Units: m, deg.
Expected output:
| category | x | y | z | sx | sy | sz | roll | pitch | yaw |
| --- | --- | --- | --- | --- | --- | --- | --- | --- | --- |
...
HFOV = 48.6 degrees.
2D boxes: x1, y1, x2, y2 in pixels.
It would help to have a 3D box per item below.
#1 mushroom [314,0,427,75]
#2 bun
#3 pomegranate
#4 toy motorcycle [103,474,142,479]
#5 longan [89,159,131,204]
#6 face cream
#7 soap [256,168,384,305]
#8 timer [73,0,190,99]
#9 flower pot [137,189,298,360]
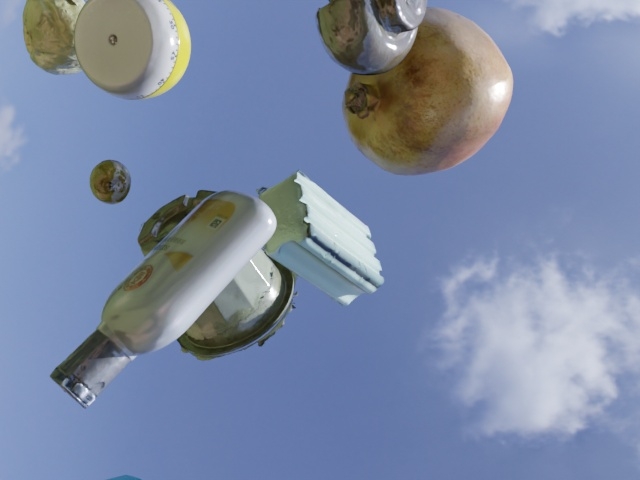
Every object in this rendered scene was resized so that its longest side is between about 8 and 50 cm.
| category | x | y | z | sx | sy | sz | roll | pitch | yaw |
| --- | --- | --- | --- | --- | --- | --- | --- | --- | --- |
| mushroom | 0.075 | -0.297 | 1.013 | 0.141 | 0.188 | 0.117 | 10 | -65 | 36 |
| bun | -0.679 | -0.529 | 1.818 | 0.243 | 0.153 | 0.244 | 27 | -46 | 32 |
| pomegranate | 0.176 | -0.257 | 1.244 | 0.319 | 0.319 | 0.320 | -12 | -106 | 48 |
| toy motorcycle | -0.332 | 0.470 | 1.053 | 0.191 | 0.200 | 0.327 | 20 | -55 | 31 |
| longan | -0.350 | -0.097 | 1.182 | 0.083 | 0.075 | 0.075 | -142 | -113 | -67 |
| face cream | -0.177 | 0.059 | 0.796 | 0.291 | 0.071 | 0.144 | -48 | -150 | -21 |
| soap | 0.000 | 0.000 | 1.198 | 0.094 | 0.261 | 0.150 | -29 | -128 | 21 |
| timer | -0.423 | -0.468 | 1.700 | 0.285 | 0.285 | 0.285 | -12 | -106 | 48 |
| flower pot | -0.214 | 0.051 | 1.411 | 0.290 | 0.259 | 0.290 | -16 | -144 | 12 |
